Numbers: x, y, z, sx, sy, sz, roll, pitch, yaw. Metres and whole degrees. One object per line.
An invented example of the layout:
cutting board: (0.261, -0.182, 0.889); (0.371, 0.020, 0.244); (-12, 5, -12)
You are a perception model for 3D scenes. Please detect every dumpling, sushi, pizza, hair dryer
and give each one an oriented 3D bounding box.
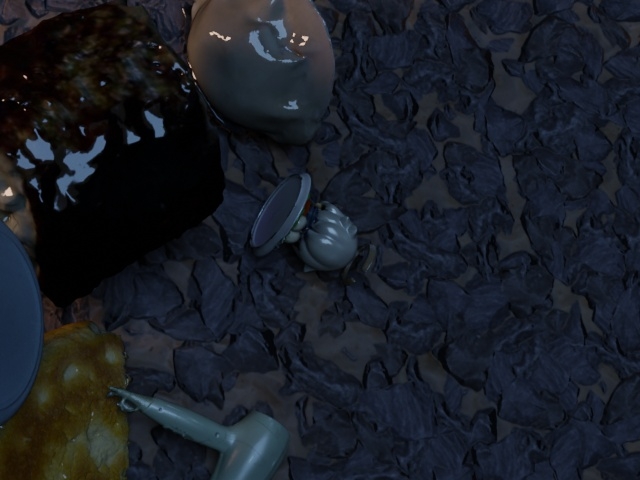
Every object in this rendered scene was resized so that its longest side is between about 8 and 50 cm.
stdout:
dumpling: (-0.094, -0.255, 1.600); (0.163, 0.204, 0.293); (-27, 90, -12)
sushi: (-0.291, -0.101, 1.443); (0.294, 0.281, 0.299); (-30, 75, -30)
pizza: (-0.313, 0.240, 1.404); (0.226, 0.086, 0.336); (55, 38, -26)
hair dryer: (-0.173, 0.262, 1.451); (0.237, 0.075, 0.206); (38, 70, -15)

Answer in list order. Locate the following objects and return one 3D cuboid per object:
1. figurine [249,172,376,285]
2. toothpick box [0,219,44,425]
figurine: (0.000, 0.000, 1.597); (0.153, 0.132, 0.132); (32, 65, -20)
toothpick box: (-0.510, 0.097, 1.281); (0.354, 0.263, 0.263); (-6, 69, 19)
